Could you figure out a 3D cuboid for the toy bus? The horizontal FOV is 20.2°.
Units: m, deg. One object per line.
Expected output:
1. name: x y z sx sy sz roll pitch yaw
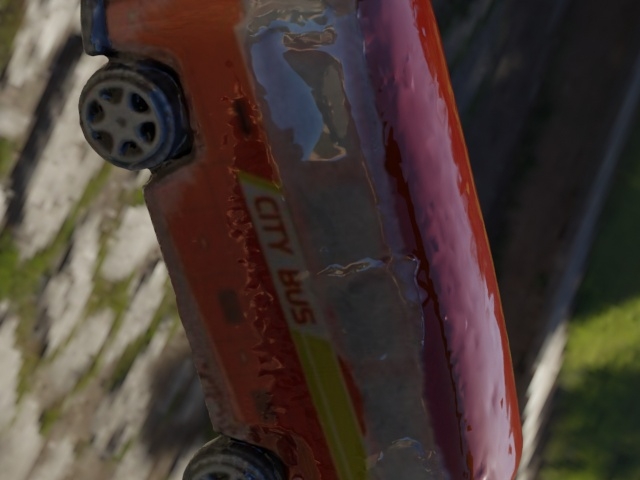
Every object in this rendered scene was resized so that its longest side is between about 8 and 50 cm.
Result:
1. toy bus: 0.000 0.000 0.447 0.079 0.077 0.174 -50 132 -58
